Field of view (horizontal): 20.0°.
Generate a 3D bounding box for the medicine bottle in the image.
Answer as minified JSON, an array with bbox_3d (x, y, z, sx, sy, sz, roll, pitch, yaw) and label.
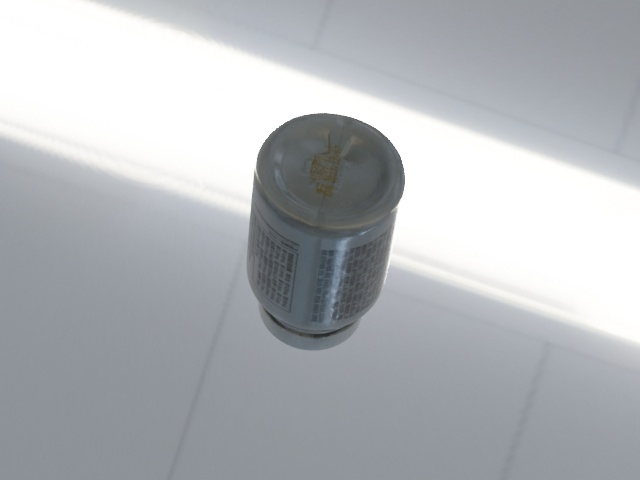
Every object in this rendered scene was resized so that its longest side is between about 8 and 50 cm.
[{"bbox_3d":[0.000,0.000,0.988,0.079,0.140,0.079,2,-123,-4],"label":"medicine bottle"}]
